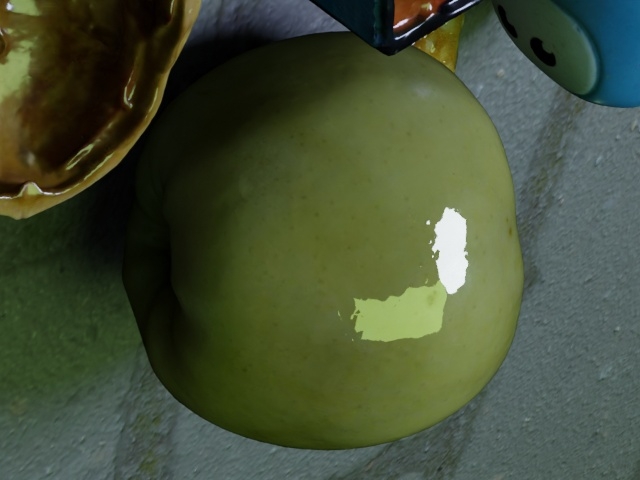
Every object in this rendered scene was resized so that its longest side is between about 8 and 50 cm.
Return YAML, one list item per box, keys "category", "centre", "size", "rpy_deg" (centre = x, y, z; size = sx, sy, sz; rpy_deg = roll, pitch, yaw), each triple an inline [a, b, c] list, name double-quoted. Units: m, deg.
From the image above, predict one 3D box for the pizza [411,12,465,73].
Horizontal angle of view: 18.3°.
- category: "pizza"
  centre: [0.054, -0.106, 1.401]
  size: [0.099, 0.036, 0.160]
  rpy_deg: [-21, 139, -39]

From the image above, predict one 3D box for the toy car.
- category: "toy car"
  centre: [0.200, -0.214, 1.318]
  size: [0.190, 0.188, 0.255]
  rpy_deg: [0, 128, -42]

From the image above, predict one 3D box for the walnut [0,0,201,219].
- category: "walnut"
  centre: [-0.158, -0.115, 1.069]
  size: [0.167, 0.087, 0.211]
  rpy_deg: [-11, 138, -38]

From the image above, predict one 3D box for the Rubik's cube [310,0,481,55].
- category: "Rubik's cube"
  centre: [0.045, -0.241, 1.105]
  size: [0.180, 0.167, 0.183]
  rpy_deg: [-35, 148, -24]

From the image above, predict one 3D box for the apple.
- category: "apple"
  centre: [0.000, 0.000, 1.259]
  size: [0.262, 0.262, 0.262]
  rpy_deg: [-32, 146, -25]
